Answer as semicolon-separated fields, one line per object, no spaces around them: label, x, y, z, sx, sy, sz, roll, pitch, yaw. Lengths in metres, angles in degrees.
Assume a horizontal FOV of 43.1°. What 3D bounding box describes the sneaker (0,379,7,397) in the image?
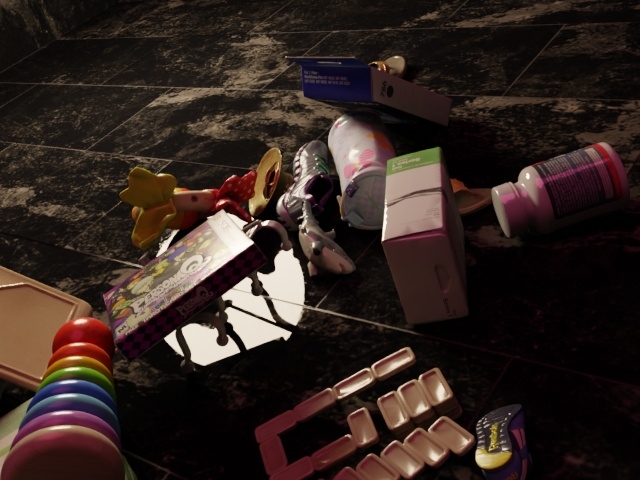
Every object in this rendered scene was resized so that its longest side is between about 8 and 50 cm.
sneaker;-0.580;0.264;1.208;0.127;0.126;0.321;-11;31;24

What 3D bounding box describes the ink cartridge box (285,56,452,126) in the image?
ink cartridge box;0.094;-0.274;1.522;0.165;0.065;0.333;12;2;39

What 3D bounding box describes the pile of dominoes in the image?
pile of dominoes;0.053;0.249;0.995;0.251;0.040;0.196;-29;33;2

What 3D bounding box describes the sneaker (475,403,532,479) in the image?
sneaker;0.207;0.233;0.906;0.053;0.059;0.144;-26;9;25

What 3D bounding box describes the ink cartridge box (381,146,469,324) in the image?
ink cartridge box;0.154;-0.008;1.184;0.093;0.160;0.219;-11;33;16

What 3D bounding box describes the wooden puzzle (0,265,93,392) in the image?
wooden puzzle;-0.498;0.136;1.293;0.044;0.239;0.221;-50;20;29

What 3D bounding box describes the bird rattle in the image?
bird rattle;-0.248;-0.073;1.507;0.254;0.143;0.207;-14;1;-30

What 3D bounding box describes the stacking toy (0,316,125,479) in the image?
stacking toy;-0.330;0.211;1.081;0.141;0.141;0.330;-21;29;-2

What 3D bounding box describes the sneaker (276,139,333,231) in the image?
sneaker;-0.002;-0.110;1.477;0.098;0.083;0.223;-22;36;37

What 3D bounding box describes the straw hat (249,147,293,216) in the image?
straw hat;-0.079;-0.103;1.536;0.061;0.144;0.144;16;24;-23

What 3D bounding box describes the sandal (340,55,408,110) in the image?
sandal;0.116;-0.365;1.824;0.219;0.060;0.090;-39;37;-26

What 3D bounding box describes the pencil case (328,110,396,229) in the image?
pencil case;0.079;-0.129;1.450;0.124;0.113;0.273;-55;22;27

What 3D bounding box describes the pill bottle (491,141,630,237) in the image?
pill bottle;0.355;-0.070;1.215;0.180;0.108;0.108;-18;32;2

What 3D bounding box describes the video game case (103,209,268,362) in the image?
video game case;-0.203;0.057;1.175;0.232;0.042;0.210;-36;23;-6

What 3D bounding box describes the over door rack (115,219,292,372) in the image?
over door rack;-0.212;0.097;1.295;0.324;0.108;0.239;-14;30;36

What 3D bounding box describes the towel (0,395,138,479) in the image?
towel;-0.383;0.333;1.071;0.248;0.038;0.325;-33;37;-20

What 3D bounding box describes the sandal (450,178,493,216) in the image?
sandal;0.208;-0.080;1.364;0.180;0.049;0.072;11;44;39

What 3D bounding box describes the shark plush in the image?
shark plush;0.000;0.000;1.337;0.067;0.073;0.161;-12;39;-15
